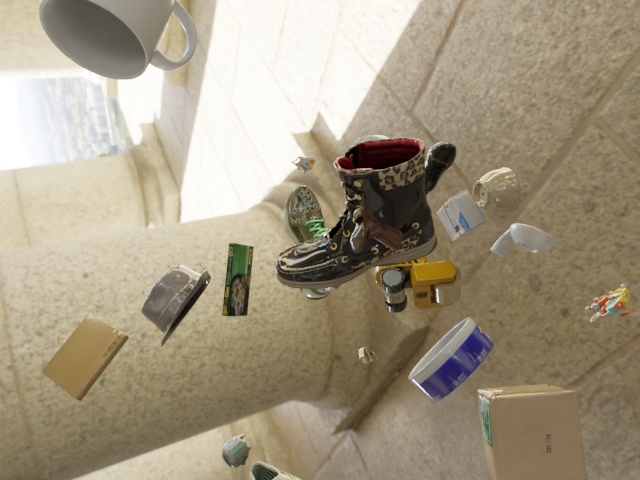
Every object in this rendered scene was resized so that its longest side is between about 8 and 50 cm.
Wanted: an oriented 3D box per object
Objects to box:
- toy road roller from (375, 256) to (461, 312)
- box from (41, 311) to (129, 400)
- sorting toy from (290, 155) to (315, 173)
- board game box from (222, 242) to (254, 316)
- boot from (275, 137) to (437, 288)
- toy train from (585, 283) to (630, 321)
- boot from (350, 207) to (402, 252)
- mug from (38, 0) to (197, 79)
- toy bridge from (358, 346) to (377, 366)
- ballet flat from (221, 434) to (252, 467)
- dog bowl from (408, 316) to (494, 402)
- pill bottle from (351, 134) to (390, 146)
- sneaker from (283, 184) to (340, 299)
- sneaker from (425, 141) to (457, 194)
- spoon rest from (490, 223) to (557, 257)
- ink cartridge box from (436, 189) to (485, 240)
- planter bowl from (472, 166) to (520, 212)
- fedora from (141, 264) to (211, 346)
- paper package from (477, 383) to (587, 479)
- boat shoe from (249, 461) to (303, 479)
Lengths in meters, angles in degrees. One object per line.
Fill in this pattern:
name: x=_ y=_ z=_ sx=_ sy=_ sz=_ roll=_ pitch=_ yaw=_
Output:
toy road roller: x=0.382 y=0.129 z=2.101 sx=0.202 sy=0.330 sz=0.240 roll=73 pitch=-165 yaw=-51
box: x=-0.643 y=0.311 z=1.446 sx=0.165 sy=0.201 sz=0.021 roll=22 pitch=157 yaw=28
sorting toy: x=-0.074 y=-0.302 z=2.068 sx=0.083 sy=0.075 sz=0.044 roll=-26 pitch=49 yaw=41
board game box: x=-0.296 y=0.142 z=1.907 sx=0.031 sy=0.136 sz=0.259 roll=3 pitch=84 yaw=26
boot: x=0.066 y=-0.053 z=1.130 sx=0.138 sy=0.378 sz=0.284 roll=-104 pitch=2 yaw=-47
toy train: x=0.757 y=0.175 z=1.381 sx=0.046 sy=0.166 sz=0.125 roll=49 pitch=118 yaw=9
boot: x=0.112 y=0.000 z=0.999 sx=0.037 sy=0.114 sz=0.106 roll=-34 pitch=36 yaw=42
mug: x=-0.500 y=-0.622 z=1.431 sx=0.276 sy=0.374 sz=0.327 roll=-14 pitch=53 yaw=44
toy bridge: x=0.168 y=0.421 z=1.934 sx=0.063 sy=0.026 sz=0.188 roll=60 pitch=-169 yaw=14
ballet flat: x=-0.188 y=0.490 z=1.243 sx=0.072 sy=0.068 sz=0.213 roll=48 pitch=165 yaw=9
dog bowl: x=0.395 y=0.361 z=1.603 sx=0.104 sy=0.265 sz=0.264 roll=45 pitch=144 yaw=11
pill bottle: x=0.179 y=-0.233 z=1.612 sx=0.278 sy=0.162 sz=0.162 roll=-4 pitch=-100 yaw=-72
sneaker: x=0.000 y=0.000 z=1.840 sx=0.182 sy=0.158 sz=0.409 roll=-13 pitch=91 yaw=55
sneaker: x=0.433 y=-0.251 z=2.022 sx=0.283 sy=0.107 sz=0.124 roll=119 pitch=167 yaw=-57
spoon rest: x=0.623 y=-0.007 z=1.639 sx=0.084 sy=0.137 sz=0.276 roll=-63 pitch=4 yaw=-11
ink cartridge box: x=0.541 y=-0.093 z=2.050 sx=0.139 sy=0.082 sz=0.190 roll=61 pitch=168 yaw=11
planter bowl: x=0.601 y=-0.167 z=1.839 sx=0.162 sy=0.109 sz=0.161 roll=170 pitch=90 yaw=-77
fedora: x=-0.466 y=0.182 z=1.660 sx=0.124 sy=0.275 sz=0.243 roll=35 pitch=154 yaw=-2
paper package: x=0.723 y=0.677 z=1.827 sx=0.168 sy=0.310 sz=0.324 roll=128 pitch=138 yaw=-82
boat shoe: x=-0.094 y=0.645 z=1.342 sx=0.094 sy=0.109 sz=0.302 roll=39 pitch=156 yaw=-23
